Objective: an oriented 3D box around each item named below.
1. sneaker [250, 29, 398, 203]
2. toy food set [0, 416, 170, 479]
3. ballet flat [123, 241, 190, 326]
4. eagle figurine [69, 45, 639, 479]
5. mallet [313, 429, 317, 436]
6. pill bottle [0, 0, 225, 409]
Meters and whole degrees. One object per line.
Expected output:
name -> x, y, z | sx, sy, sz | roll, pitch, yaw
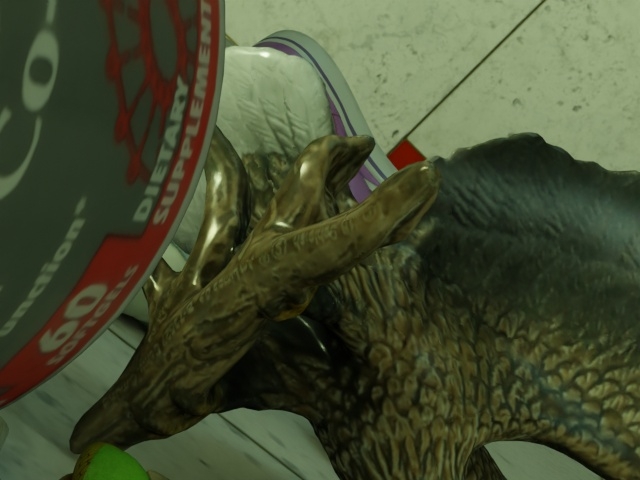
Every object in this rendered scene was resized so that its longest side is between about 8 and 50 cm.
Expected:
sneaker -> -0.001, 0.000, 1.295 | 0.282, 0.102, 0.161 | 53, 39, -6
toy food set -> -0.031, 0.111, 0.582 | 0.192, 0.038, 0.132 | 37, 7, -13
ballet flat -> -0.110, -0.003, 0.874 | 0.188, 0.070, 0.070 | 37, 7, 5
eagle figurine -> 0.055, 0.067, 0.721 | 0.298, 0.225, 0.226 | 18, -1, -38
mallet -> -0.009, 0.069, 0.989 | 0.062, 0.039, 0.190 | 36, 3, -41
pill bottle -> -0.161, -0.053, 0.298 | 0.210, 0.210, 0.363 | 40, 8, 11
